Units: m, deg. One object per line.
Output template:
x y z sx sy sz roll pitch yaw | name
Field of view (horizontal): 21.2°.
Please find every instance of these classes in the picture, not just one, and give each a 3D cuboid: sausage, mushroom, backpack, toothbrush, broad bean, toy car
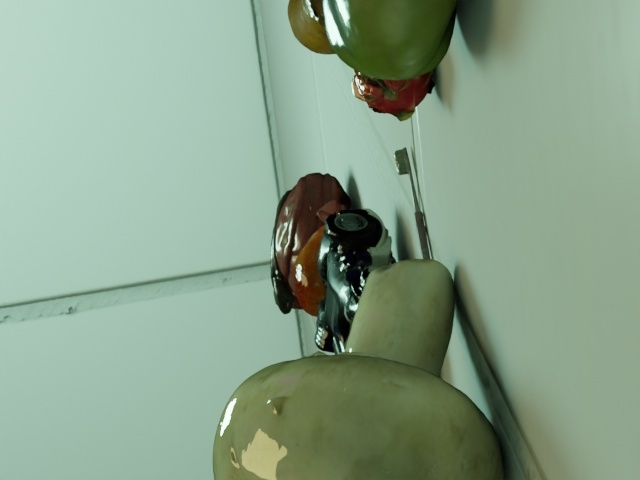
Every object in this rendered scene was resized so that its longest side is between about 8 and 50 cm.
0.015 -0.275 2.037 0.270 0.109 0.109 -157 57 -84 | sausage
0.048 0.173 1.714 0.314 0.314 0.336 88 -168 -57 | mushroom
-0.003 0.000 2.606 0.229 0.139 0.229 5 -90 -84 | backpack
0.111 -0.010 1.917 0.014 0.017 0.194 75 -178 -81 | toothbrush
0.061 -0.251 1.434 0.291 0.119 0.238 90 178 -51 | broad bean
0.061 0.081 2.102 0.301 0.118 0.193 -106 16 -58 | toy car

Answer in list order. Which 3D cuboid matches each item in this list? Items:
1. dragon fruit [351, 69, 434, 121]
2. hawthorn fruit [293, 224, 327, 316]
0.072 -0.168 1.699 0.081 0.086 0.116 43 -167 -12 | dragon fruit
0.030 0.042 2.363 0.133 0.133 0.138 86 -171 -52 | hawthorn fruit
